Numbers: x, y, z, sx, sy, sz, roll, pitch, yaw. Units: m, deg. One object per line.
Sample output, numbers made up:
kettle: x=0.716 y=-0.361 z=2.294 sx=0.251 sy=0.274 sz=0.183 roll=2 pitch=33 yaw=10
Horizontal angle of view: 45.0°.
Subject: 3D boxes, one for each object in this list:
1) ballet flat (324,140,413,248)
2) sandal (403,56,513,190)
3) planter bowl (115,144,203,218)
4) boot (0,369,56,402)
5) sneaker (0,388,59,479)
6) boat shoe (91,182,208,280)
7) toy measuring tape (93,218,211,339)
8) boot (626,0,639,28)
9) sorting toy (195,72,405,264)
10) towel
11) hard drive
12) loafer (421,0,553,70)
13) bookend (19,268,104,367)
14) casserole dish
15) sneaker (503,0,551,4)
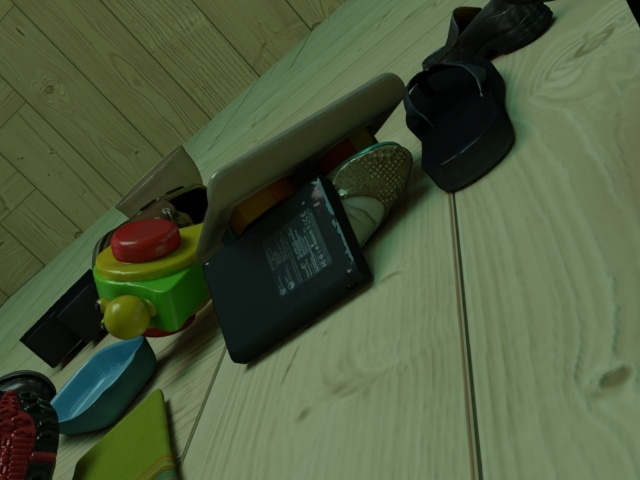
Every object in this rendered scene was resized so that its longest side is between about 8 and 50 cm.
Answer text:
ballet flat: x=0.000 y=0.000 z=0.646 sx=0.206 sy=0.073 sz=0.067 roll=-38 pitch=43 yaw=27
sandal: x=0.114 y=-0.122 z=0.672 sx=0.097 sy=0.054 sz=0.254 roll=-39 pitch=16 yaw=14
planter bowl: x=-0.272 y=-0.078 z=1.387 sx=0.162 sy=0.109 sz=0.162 roll=-39 pitch=17 yaw=14
boot: x=-0.369 y=0.273 z=0.800 sx=0.263 sy=0.091 sz=0.229 roll=-50 pitch=22 yaw=-7
sneaker: x=-0.248 y=0.242 z=0.587 sx=0.262 sy=0.104 sz=0.125 roll=-100 pitch=21 yaw=-57
boat shoe: x=-0.233 y=-0.011 z=1.118 sx=0.104 sy=0.111 sz=0.307 roll=-39 pitch=17 yaw=19
toy measuring tape: x=-0.155 y=0.012 z=0.840 sx=0.121 sy=0.121 sz=0.330 roll=-35 pitch=11 yaw=27
boot: x=0.252 y=-0.133 z=0.308 sx=0.207 sy=0.094 sz=0.246 roll=-30 pitch=7 yaw=12
sorting toy: x=-0.021 y=-0.049 z=0.694 sx=0.193 sy=0.038 sz=0.208 roll=-33 pitch=-9 yaw=-18
towel: x=-0.148 y=0.187 z=0.579 sx=0.102 sy=0.021 sz=0.237 roll=-41 pitch=15 yaw=-6
hard drive: x=-0.031 y=0.024 z=0.607 sx=0.135 sy=0.022 sz=0.094 roll=-36 pitch=59 yaw=24
loafer: x=0.158 y=-0.216 z=0.794 sx=0.170 sy=0.061 sz=0.062 roll=-20 pitch=29 yaw=55
bookend: x=-0.374 y=0.129 z=1.171 sx=0.156 sy=0.072 sz=0.157 roll=-47 pitch=17 yaw=-12
casserole dish: x=-0.234 y=0.159 z=0.823 sx=0.188 sy=0.037 sz=0.114 roll=-22 pitch=26 yaw=50
sneaker: x=0.160 y=-0.245 z=0.418 sx=0.158 sy=0.182 sz=0.410 roll=-25 pitch=0 yaw=37
